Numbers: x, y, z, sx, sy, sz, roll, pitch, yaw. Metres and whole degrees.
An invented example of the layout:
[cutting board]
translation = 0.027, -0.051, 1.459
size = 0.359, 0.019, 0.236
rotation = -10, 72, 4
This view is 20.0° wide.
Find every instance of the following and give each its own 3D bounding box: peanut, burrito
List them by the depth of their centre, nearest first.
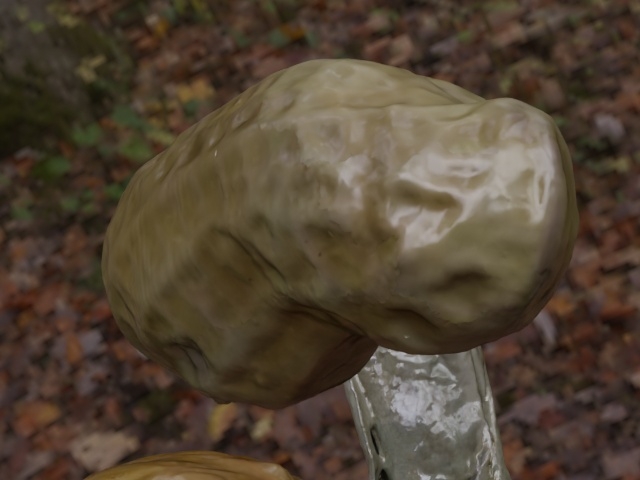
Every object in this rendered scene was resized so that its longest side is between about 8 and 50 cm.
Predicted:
[peanut]
translation = 0.000, 0.000, 0.833
size = 0.325, 0.140, 0.153
rotation = -9, 64, 59
[burrito]
translation = 0.078, 0.129, 1.381
size = 0.117, 0.392, 0.076
rotation = -10, -15, -14

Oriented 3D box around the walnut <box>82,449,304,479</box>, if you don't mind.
[walnut]
translation = -0.064, 0.194, 0.742
size = 0.226, 0.193, 0.193
rotation = -57, 24, 2
